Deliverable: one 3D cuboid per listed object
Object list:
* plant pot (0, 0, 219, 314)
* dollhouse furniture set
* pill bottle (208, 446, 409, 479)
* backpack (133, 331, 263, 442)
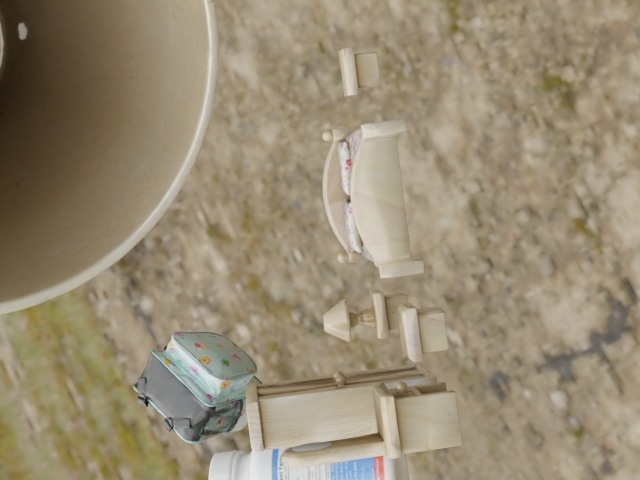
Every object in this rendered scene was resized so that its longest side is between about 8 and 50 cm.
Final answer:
[{"bbox_3d":[-0.218,-0.107,0.762,0.274,0.256,0.257,20,132,67],"label":"plant pot"},{"bbox_3d":[0.000,0.000,1.239,0.303,0.173,0.356,-149,52,-85],"label":"dollhouse furniture set"},{"bbox_3d":[-0.012,0.284,1.611,0.124,0.221,0.124,-7,-90,-78],"label":"pill bottle"},{"bbox_3d":[-0.182,0.231,2.212,0.166,0.144,0.188,36,-169,28],"label":"backpack"}]
